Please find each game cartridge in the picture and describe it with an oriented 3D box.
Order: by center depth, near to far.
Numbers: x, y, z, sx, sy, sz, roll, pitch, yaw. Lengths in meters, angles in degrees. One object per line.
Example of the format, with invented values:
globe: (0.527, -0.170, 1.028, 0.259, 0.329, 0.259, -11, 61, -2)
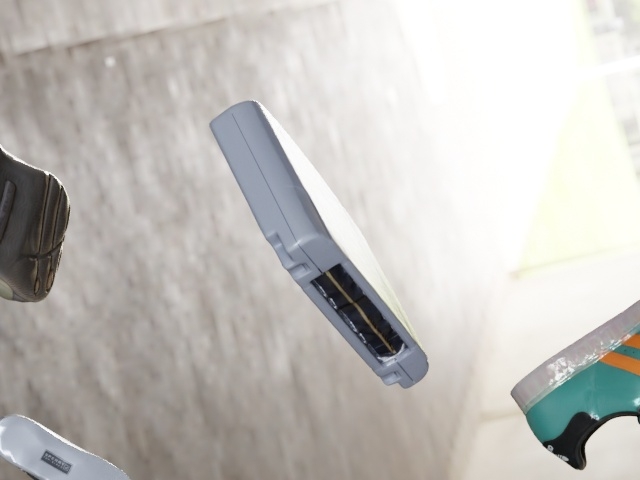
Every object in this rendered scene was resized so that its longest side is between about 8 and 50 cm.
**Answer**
game cartridge: (0.000, 0.000, 1.772, 0.196, 0.060, 0.294, 58, 4, 35)

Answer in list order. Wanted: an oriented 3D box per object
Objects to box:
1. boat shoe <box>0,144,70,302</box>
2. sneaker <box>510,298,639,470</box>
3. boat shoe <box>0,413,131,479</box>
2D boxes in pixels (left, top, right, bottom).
boat shoe: (-0.309, -0.043, 1.459, 0.355, 0.130, 0.132, 58, 42, -63)
sneaker: (0.351, 0.124, 2.012, 0.121, 0.302, 0.108, 58, 10, 16)
boat shoe: (-0.194, 0.181, 1.519, 0.142, 0.049, 0.040, 37, -9, -4)
